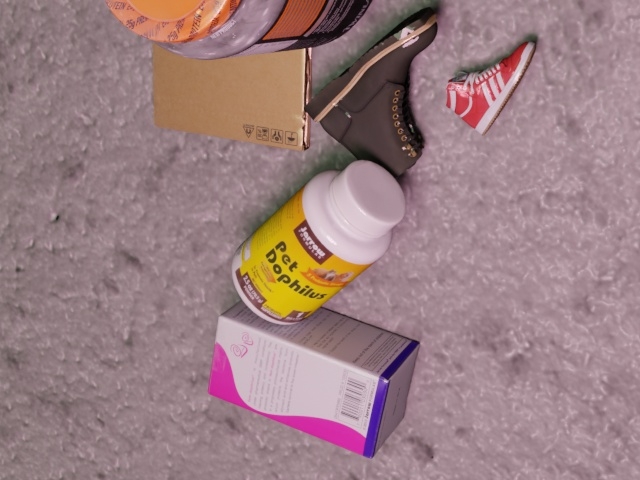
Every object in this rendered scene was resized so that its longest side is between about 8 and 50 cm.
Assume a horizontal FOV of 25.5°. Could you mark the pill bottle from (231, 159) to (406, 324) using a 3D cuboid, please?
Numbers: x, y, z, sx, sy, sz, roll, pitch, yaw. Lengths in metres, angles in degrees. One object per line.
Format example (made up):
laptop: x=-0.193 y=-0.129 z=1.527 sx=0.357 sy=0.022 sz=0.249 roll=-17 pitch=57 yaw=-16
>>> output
pill bottle: x=0.000 y=0.000 z=1.596 sx=0.117 sy=0.117 sz=0.215 roll=50 pitch=131 yaw=2

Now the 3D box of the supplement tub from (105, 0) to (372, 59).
supplement tub: x=-0.079 y=-0.282 z=1.420 sx=0.193 sy=0.316 sz=0.194 roll=4 pitch=101 yaw=23

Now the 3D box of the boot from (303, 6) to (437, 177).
boot: x=0.090 y=-0.152 z=1.548 sx=0.137 sy=0.077 sz=0.198 roll=49 pitch=135 yaw=-3

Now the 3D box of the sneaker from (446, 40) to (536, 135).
sneaker: x=0.177 y=-0.175 z=1.507 sx=0.067 sy=0.042 sz=0.118 roll=35 pitch=122 yaw=7

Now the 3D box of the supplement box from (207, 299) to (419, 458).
supplement box: x=-0.010 y=0.152 z=1.678 sx=0.220 sy=0.114 sz=0.111 roll=19 pitch=117 yaw=17

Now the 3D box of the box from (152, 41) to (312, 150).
box: x=-0.104 y=-0.198 z=1.647 sx=0.201 sy=0.021 sz=0.164 roll=11 pitch=113 yaw=22
